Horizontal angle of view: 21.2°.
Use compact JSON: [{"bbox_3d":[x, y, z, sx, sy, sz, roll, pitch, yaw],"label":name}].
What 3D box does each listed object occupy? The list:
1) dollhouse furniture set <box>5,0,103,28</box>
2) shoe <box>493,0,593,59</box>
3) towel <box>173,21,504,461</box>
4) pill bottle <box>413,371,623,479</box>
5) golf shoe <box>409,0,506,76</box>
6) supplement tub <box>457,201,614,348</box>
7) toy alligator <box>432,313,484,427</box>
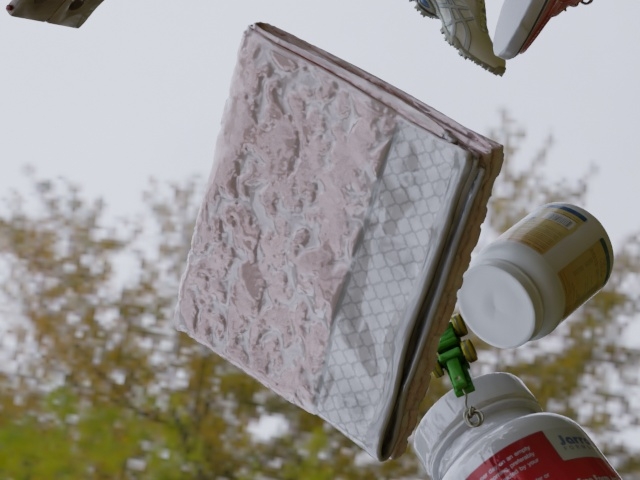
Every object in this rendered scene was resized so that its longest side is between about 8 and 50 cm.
[{"bbox_3d":[-0.256,-0.329,1.732,0.129,0.183,0.129,53,-160,14],"label":"dollhouse furniture set"},{"bbox_3d":[0.235,-0.239,1.631,0.063,0.081,0.178,-99,29,-51],"label":"shoe"},{"bbox_3d":[0.000,0.000,1.625,0.053,0.317,0.332,-7,-60,-47],"label":"towel"},{"bbox_3d":[0.288,0.368,2.149,0.229,0.408,0.229,-21,-39,-18],"label":"pill bottle"},{"bbox_3d":[0.189,-0.290,2.199,0.086,0.176,0.069,-45,-10,16],"label":"golf shoe"},{"bbox_3d":[0.287,0.047,2.297,0.199,0.144,0.144,-33,-60,-43],"label":"supplement tub"},{"bbox_3d":[0.165,0.152,2.063,0.051,0.056,0.190,50,-162,-55],"label":"toy alligator"}]
